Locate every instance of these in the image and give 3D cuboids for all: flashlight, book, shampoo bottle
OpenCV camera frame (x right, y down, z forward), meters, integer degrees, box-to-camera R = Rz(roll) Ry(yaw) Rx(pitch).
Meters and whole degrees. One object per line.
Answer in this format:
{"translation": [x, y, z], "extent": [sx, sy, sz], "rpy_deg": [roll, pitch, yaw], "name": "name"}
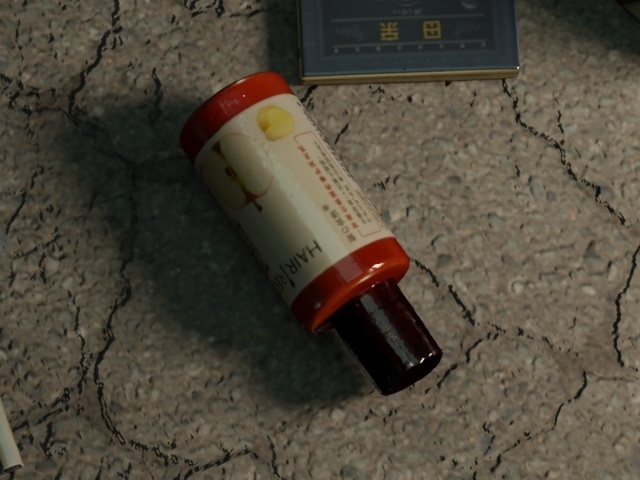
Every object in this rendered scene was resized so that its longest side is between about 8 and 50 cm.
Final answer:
{"translation": [-0.262, 0.147, 1.607], "extent": [0.018, 0.018, 0.083], "rpy_deg": [-21, 73, -5], "name": "flashlight"}
{"translation": [0.070, -0.265, 1.732], "extent": [0.190, 0.025, 0.269], "rpy_deg": [-2, 72, -1], "name": "book"}
{"translation": [0.000, 0.000, 1.608], "extent": [0.104, 0.104, 0.278], "rpy_deg": [-32, 75, -9], "name": "shampoo bottle"}

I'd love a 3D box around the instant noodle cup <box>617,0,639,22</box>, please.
{"translation": [0.342, -0.293, 1.645], "extent": [0.178, 0.235, 0.235], "rpy_deg": [-39, 76, -20], "name": "instant noodle cup"}
